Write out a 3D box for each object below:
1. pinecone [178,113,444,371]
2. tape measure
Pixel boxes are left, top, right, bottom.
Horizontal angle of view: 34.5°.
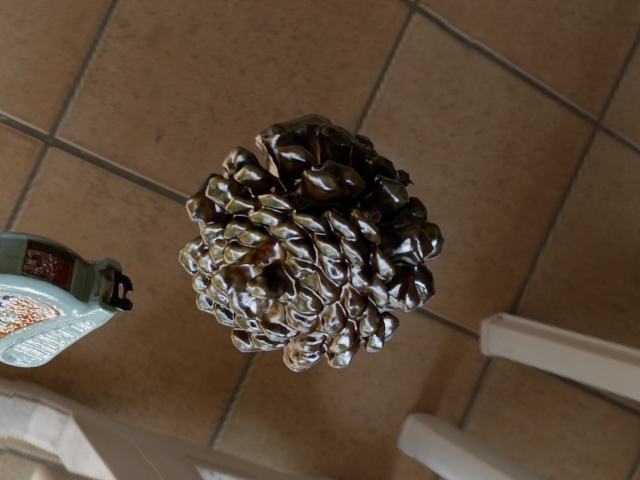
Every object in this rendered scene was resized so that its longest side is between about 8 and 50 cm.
[{"bbox_3d":[0.000,0.000,1.606,0.397,0.397,0.398,-5,102,-24],"label":"pinecone"},{"bbox_3d":[-0.454,0.081,1.585,0.246,0.243,0.125,31,42,-32],"label":"tape measure"}]
